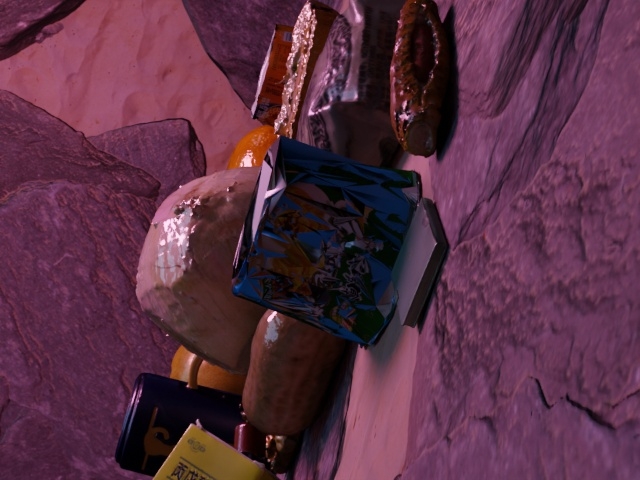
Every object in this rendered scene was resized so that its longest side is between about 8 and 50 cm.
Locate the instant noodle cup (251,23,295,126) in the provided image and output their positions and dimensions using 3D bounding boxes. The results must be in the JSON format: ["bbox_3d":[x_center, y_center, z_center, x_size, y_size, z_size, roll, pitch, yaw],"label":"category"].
[{"bbox_3d":[-0.016,-0.276,2.150,0.230,0.182,0.230,-166,90,-82],"label":"instant noodle cup"}]

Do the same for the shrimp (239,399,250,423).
[{"bbox_3d":[-0.068,0.185,1.848,0.152,0.063,0.287,-51,6,46],"label":"shrimp"}]

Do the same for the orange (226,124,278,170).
[{"bbox_3d":[-0.083,-0.109,2.256,0.219,0.193,0.219,164,90,-84],"label":"orange"}]

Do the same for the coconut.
[{"bbox_3d":[-0.128,0.028,1.765,0.297,0.254,0.297,-44,14,14],"label":"coconut"}]

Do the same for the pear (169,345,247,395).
[{"bbox_3d":[-0.178,0.256,2.218,0.209,0.208,0.209,-165,90,-83],"label":"pear"}]

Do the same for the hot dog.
[{"bbox_3d":[0.115,-0.201,1.433,0.289,0.068,0.083,-86,6,-52],"label":"hot dog"}]

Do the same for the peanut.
[{"bbox_3d":[-0.039,0.177,1.633,0.137,0.122,0.253,-79,3,-55],"label":"peanut"}]

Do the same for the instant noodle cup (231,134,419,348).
[{"bbox_3d":[0.000,0.000,1.446,0.240,0.178,0.240,-165,90,-82],"label":"instant noodle cup"}]

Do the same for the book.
[{"bbox_3d":[0.101,0.024,1.255,0.135,0.017,0.103,-95,24,-69],"label":"book"}]

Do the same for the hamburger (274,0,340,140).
[{"bbox_3d":[0.013,-0.241,1.972,0.144,0.156,0.283,-133,51,-59],"label":"hamburger"}]

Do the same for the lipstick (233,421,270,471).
[{"bbox_3d":[-0.106,0.400,1.710,0.081,0.081,0.300,115,161,-53],"label":"lipstick"}]

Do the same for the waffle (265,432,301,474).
[{"bbox_3d":[-0.054,0.267,1.834,0.192,0.046,0.161,-100,26,-71],"label":"waffle"}]

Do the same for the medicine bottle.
[{"bbox_3d":[-0.165,0.388,1.597,0.250,0.137,0.141,-56,-34,-14],"label":"medicine bottle"}]

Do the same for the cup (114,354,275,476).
[{"bbox_3d":[-0.189,0.285,2.012,0.178,0.256,0.255,132,153,-75],"label":"cup"}]

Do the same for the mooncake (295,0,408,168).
[{"bbox_3d":[0.046,-0.190,1.668,0.250,0.136,0.254,110,173,-59],"label":"mooncake"}]
